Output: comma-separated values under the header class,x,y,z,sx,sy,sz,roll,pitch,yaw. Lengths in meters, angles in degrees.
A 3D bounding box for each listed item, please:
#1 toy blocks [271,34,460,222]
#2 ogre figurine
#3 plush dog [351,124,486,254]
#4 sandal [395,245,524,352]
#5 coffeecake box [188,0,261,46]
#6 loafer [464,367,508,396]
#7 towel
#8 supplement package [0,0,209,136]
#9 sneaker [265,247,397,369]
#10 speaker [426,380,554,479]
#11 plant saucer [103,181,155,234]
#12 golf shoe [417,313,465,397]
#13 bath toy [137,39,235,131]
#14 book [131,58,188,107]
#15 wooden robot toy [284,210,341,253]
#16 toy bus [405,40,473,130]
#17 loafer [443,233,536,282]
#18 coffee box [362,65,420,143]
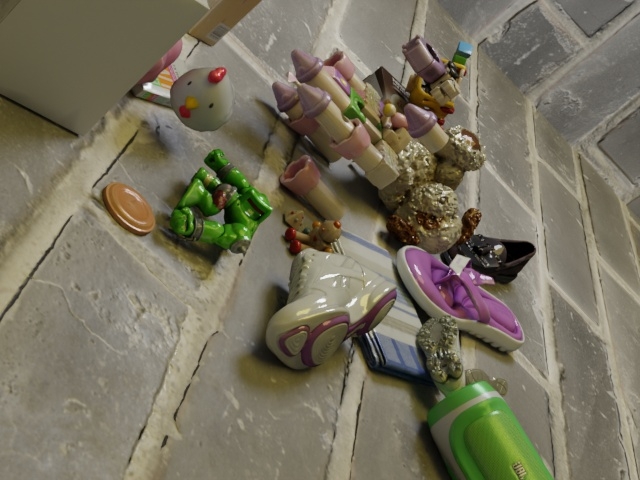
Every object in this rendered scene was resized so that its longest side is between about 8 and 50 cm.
class,x,y,z,sx,sy,sz,roll,pitch,yaw
toy blocks,0.046,-0.251,2.000,0.260,0.309,0.288,47,22,-24
ogre figurine,-0.137,-0.047,1.646,0.118,0.097,0.197,34,14,-8
plush dog,0.188,-0.080,2.225,0.262,0.210,0.225,-4,70,-32
sandal,0.275,0.088,2.150,0.416,0.102,0.169,27,30,-50
coffeecake box,-0.196,-0.470,2.105,0.068,0.142,0.185,22,36,-49
loafer,0.277,0.251,2.025,0.125,0.039,0.045,21,70,-44
towel,0.098,0.108,1.913,0.209,0.034,0.285,23,37,-51
supplement package,-0.311,-0.300,1.494,0.204,0.262,0.145,29,32,-41
sneaker,-0.012,0.091,1.668,0.152,0.114,0.305,40,24,16
speaker,0.278,0.362,1.738,0.131,0.131,0.296,6,48,-58
plant saucer,-0.251,-0.044,1.537,0.083,0.013,0.083,40,25,-23
golf shoe,0.202,0.195,1.893,0.176,0.069,0.086,-87,159,-56
bath toy,-0.268,-0.292,1.698,0.348,0.129,0.151,40,67,-3
book,-0.253,-0.254,1.827,0.144,0.035,0.096,10,51,-57
wooden robot toy,0.000,0.000,1.837,0.076,0.079,0.173,22,35,-48
toy bus,0.232,-0.312,2.423,0.104,0.202,0.191,19,35,-3
loafer,0.354,0.024,2.414,0.302,0.095,0.109,7,48,-58
coffee box,0.146,-0.238,2.425,0.141,0.098,0.246,39,26,-27
